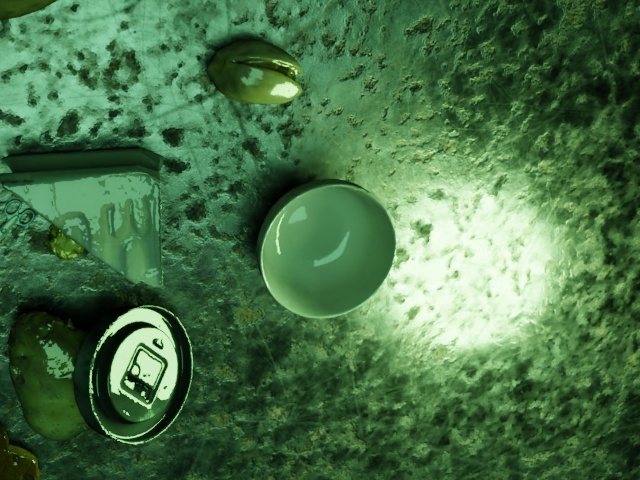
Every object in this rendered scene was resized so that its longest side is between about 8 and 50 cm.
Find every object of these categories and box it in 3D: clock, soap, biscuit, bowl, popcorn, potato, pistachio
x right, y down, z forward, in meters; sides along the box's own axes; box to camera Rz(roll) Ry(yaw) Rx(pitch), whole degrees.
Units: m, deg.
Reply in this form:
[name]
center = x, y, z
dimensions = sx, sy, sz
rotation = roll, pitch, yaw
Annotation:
[clock]
center = -0.368, 0.263, 1.772
dimensions = 0.280, 0.055, 0.281
rotation = -5, 96, -55
[soap]
center = -0.436, -0.029, 1.664
dimensions = 0.302, 0.159, 0.258
rotation = -3, 115, -15
[biscuit]
center = -0.695, 0.507, 1.864
dimensions = 0.208, 0.041, 0.290
rotation = -7, 114, -14
[bowl]
center = 0.000, 0.000, 1.817
dimensions = 0.287, 0.144, 0.287
rotation = -6, 114, -15
[popcorn]
center = -0.489, -0.001, 1.709
dimensions = 0.083, 0.057, 0.082
rotation = -11, 119, -1
[potato]
center = -0.517, 0.265, 1.767
dimensions = 0.191, 0.141, 0.296
rotation = -13, 117, 5
[pistachio]
center = -0.119, -0.313, 1.670
dimensions = 0.184, 0.124, 0.124
rotation = 10, 109, -27

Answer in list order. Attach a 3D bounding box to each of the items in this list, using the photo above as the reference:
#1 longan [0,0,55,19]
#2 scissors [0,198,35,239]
[longan]
center = -0.501, -0.520, 1.351
dimensions = 0.361, 0.361, 0.361
rotation = -6, 113, -15
[scissors]
center = -0.598, -0.022, 1.690
dimensions = 0.058, 0.014, 0.119
rotation = 40, 92, -26
